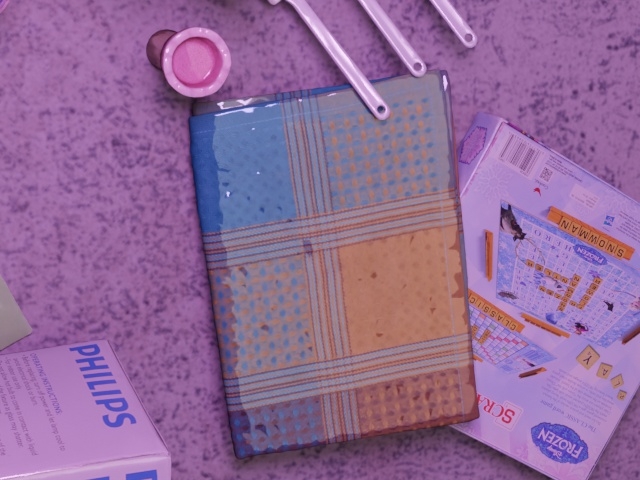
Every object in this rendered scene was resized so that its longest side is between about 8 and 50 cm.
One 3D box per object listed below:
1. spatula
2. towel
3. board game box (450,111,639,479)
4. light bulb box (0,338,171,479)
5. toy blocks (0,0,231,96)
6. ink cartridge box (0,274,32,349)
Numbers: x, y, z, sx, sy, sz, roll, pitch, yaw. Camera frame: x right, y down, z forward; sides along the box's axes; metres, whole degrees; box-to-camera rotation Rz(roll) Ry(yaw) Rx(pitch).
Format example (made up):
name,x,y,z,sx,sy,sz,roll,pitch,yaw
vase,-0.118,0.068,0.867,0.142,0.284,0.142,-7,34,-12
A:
name,x,y,z,sx,sy,sz,roll,pitch,yaw
spatula,0.040,-0.256,1.627,0.168,0.019,0.242,-39,91,-12
towel,0.017,0.024,1.666,0.271,0.040,0.370,-8,98,-8
board game box,0.230,0.072,1.788,0.319,0.066,0.318,29,90,-23
light bulb box,-0.339,0.314,1.507,0.361,0.225,0.358,-7,118,-20
toy blocks,-0.167,-0.307,1.445,0.289,0.260,0.309,17,96,-23
ink cartridge box,-0.413,0.085,1.555,0.235,0.056,0.171,-30,110,-10
